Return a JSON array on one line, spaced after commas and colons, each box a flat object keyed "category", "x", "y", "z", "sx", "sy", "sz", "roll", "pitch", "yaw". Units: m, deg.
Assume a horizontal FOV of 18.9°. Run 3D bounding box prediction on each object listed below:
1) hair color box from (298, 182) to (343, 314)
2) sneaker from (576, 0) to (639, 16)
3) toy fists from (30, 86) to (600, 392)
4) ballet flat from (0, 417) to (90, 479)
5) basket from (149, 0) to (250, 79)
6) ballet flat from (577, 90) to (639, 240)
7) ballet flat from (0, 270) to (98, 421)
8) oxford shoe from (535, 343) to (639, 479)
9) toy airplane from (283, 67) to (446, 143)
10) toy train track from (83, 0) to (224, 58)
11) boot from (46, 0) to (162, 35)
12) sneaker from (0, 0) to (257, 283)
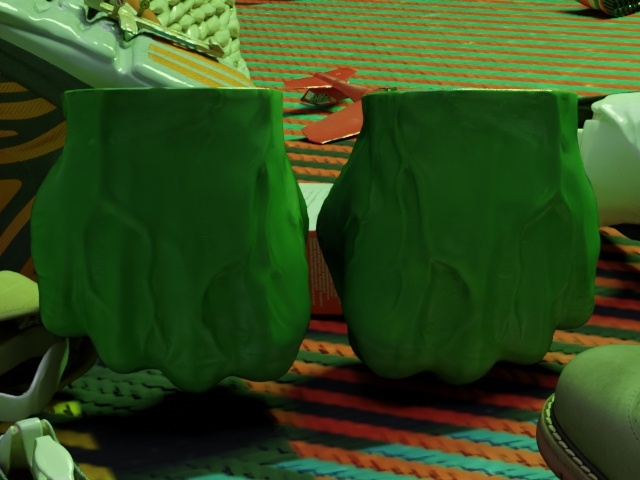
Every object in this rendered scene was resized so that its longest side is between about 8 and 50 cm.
[{"category": "hair color box", "x": 0.036, "y": 0.005, "z": 1.066, "sx": 0.167, "sy": 0.053, "sz": 0.093, "roll": 0, "pitch": 17, "yaw": 13}, {"category": "sneaker", "x": 0.294, "y": -0.254, "z": 1.818, "sx": 0.161, "sy": 0.057, "sz": 0.075, "roll": -22, "pitch": 32, "yaw": -39}, {"category": "toy fists", "x": 0.000, "y": 0.000, "z": 0.930, "sx": 0.279, "sy": 0.142, "sz": 0.096, "roll": 0, "pitch": -1, "yaw": -14}, {"category": "ballet flat", "x": -0.119, "y": 0.098, "z": 0.822, "sx": 0.041, "sy": 0.041, "sz": 0.114, "roll": -10, "pitch": 19, "yaw": -22}, {"category": "basket", "x": -0.239, "y": -0.178, "z": 1.333, "sx": 0.331, "sy": 0.266, "sz": 0.328, "roll": 3, "pitch": 18, "yaw": 12}, {"category": "ballet flat", "x": 0.171, "y": -0.042, "z": 1.086, "sx": 0.096, "sy": 0.095, "sz": 0.280, "roll": 7, "pitch": -3, "yaw": -27}, {"category": "ballet flat", "x": -0.175, "y": 0.068, "z": 0.870, "sx": 0.073, "sy": 0.080, "sz": 0.232, "roll": 17, "pitch": 25, "yaw": 19}, {"category": "oxford shoe", "x": 0.224, "y": 0.074, "z": 0.697, "sx": 0.123, "sy": 0.130, "sz": 0.348, "roll": -19, "pitch": 24, "yaw": -41}, {"category": "toy airplane", "x": 0.034, "y": -0.107, "z": 1.450, "sx": 0.151, "sy": 0.028, "sz": 0.151, "roll": -3, "pitch": 19, "yaw": 1}, {"category": "toy train track", "x": -0.090, "y": -0.122, "z": 1.062, "sx": 0.083, "sy": 0.014, "sz": 0.048, "roll": 21, "pitch": 19, "yaw": -21}, {"category": "boot", "x": -0.133, "y": -0.165, "z": 1.123, "sx": 0.059, "sy": 0.158, "sz": 0.085, "roll": -12, "pitch": 41, "yaw": 37}, {"category": "sneaker", "x": -0.205, "y": -0.062, "z": 1.056, "sx": 0.321, "sy": 0.180, "sz": 0.124, "roll": 25, "pitch": 18, "yaw": -4}]
